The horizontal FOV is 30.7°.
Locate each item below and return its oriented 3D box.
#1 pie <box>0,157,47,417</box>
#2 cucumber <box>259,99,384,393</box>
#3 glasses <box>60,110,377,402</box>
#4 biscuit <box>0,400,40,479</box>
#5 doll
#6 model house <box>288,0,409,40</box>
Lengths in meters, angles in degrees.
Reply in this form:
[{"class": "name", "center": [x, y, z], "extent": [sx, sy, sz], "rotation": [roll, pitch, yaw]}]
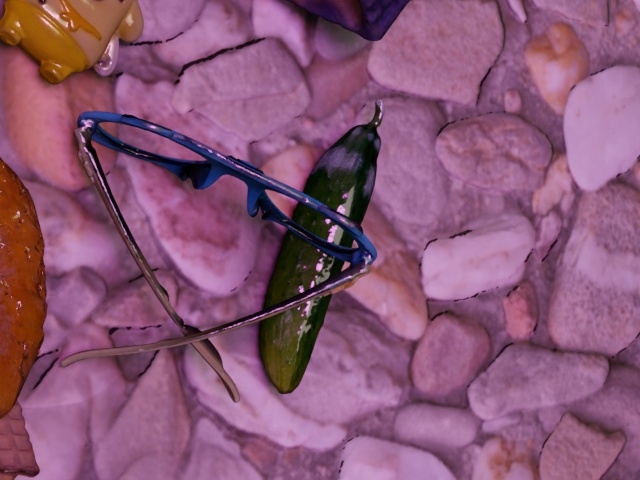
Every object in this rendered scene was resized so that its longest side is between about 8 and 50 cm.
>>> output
[{"class": "pie", "center": [-0.279, 0.014, 0.722], "extent": [0.273, 0.069, 0.273], "rotation": [27, 50, -38]}, {"class": "cucumber", "center": [0.000, 0.000, 0.935], "extent": [0.056, 0.056, 0.250], "rotation": [26, 78, -27]}, {"class": "glasses", "center": [-0.096, 0.015, 0.861], "extent": [0.239, 0.102, 0.207], "rotation": [28, 110, -11]}, {"class": "biscuit", "center": [-0.359, 0.113, 0.682], "extent": [0.378, 0.094, 0.054], "rotation": [10, 125, -36]}, {"class": "doll", "center": [-0.161, -0.189, 0.837], "extent": [0.106, 0.062, 0.162], "rotation": [44, 68, -27]}, {"class": "model house", "center": [0.050, -0.304, 0.819], "extent": [0.280, 0.312, 0.245], "rotation": [44, 67, -20]}]
